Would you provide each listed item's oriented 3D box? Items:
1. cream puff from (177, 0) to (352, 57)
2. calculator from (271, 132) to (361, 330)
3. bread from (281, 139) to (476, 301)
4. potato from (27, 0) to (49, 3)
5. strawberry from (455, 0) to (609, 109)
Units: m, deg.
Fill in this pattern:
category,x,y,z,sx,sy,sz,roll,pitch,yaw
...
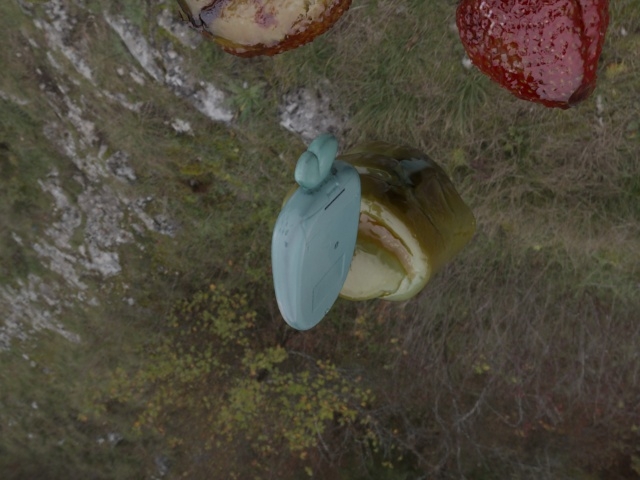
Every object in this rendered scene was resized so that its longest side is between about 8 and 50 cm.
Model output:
category,x,y,z,sx,sy,sz,roll,pitch,yaw
cream puff,-0.063,-0.324,0.574,0.239,0.164,0.240,3,114,7
calculator,0.000,0.000,0.691,0.042,0.184,0.295,22,137,23
bread,0.103,-0.047,0.948,0.300,0.341,0.210,41,132,20
potato,-0.440,-0.443,0.782,0.157,0.194,0.157,-12,140,-10
strawberry,0.371,-0.360,0.874,0.250,0.289,0.238,-10,162,-11
